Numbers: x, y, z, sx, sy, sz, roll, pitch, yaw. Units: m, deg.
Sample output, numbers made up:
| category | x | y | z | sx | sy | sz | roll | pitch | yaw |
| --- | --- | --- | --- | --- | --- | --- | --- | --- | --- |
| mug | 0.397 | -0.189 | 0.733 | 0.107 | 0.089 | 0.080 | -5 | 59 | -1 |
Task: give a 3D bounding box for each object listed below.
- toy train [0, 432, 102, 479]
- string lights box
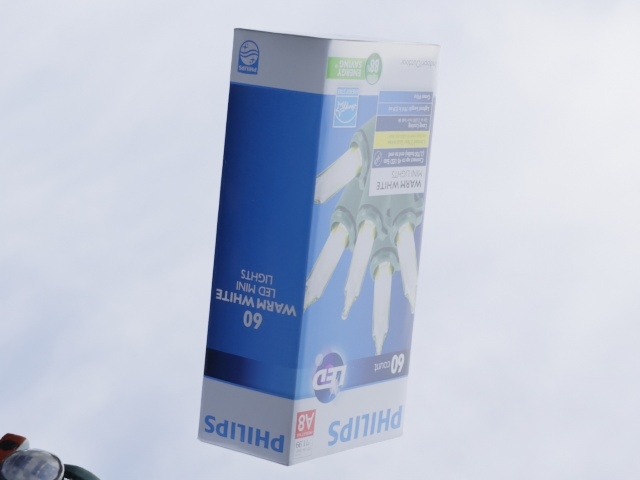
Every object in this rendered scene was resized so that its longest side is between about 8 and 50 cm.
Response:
| category | x | y | z | sx | sy | sz | roll | pitch | yaw |
| --- | --- | --- | --- | --- | --- | --- | --- | --- | --- |
| toy train | -0.271 | 0.297 | 1.561 | 0.190 | 0.334 | 0.142 | 15 | -141 | 17 |
| string lights box | 0.000 | 0.000 | 1.177 | 0.077 | 0.259 | 0.133 | 10 | -170 | 34 |
